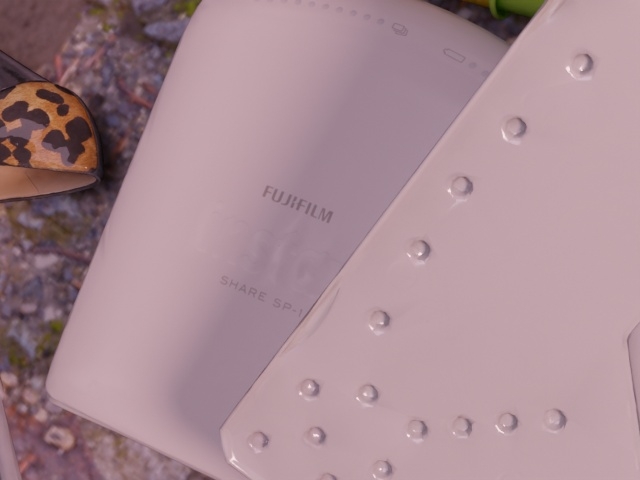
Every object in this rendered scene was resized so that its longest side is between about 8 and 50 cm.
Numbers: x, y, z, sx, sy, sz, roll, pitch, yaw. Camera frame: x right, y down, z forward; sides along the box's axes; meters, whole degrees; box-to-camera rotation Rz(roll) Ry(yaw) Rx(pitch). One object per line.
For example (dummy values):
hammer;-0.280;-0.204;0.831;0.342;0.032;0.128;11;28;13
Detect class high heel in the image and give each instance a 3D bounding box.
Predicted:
high heel;-0.270;-0.015;0.996;0.186;0.093;0.261;35;86;26

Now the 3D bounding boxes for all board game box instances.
board game box;0.210;0.071;0.728;0.390;0.050;0.390;36;112;-2

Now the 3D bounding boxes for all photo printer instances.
photo printer;0.000;0.000;0.898;0.256;0.107;0.307;23;90;20

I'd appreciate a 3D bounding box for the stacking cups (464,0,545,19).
stacking cups;0.200;-0.150;0.857;0.316;0.096;0.096;18;89;20

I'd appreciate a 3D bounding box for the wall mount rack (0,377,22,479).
wall mount rack;-0.192;0.257;0.911;0.304;0.130;0.350;42;105;15
